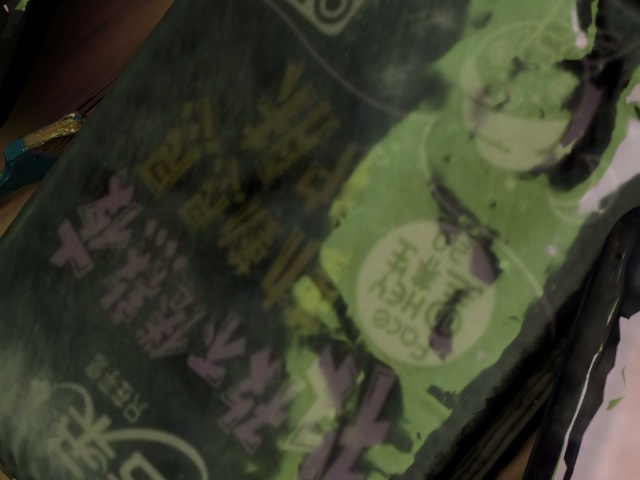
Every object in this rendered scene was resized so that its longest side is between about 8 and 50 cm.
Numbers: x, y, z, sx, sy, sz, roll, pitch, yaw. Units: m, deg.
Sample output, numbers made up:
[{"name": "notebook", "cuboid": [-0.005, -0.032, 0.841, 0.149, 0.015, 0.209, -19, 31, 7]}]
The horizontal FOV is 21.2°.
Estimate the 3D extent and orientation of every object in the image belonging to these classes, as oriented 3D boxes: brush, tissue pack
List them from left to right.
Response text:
[{"name": "brush", "cuboid": [-0.175, -0.024, 0.911, 0.164, 0.051, 0.014, -30, 67, 27]}, {"name": "tissue pack", "cuboid": [0.000, 0.000, 0.786, 0.259, 0.122, 0.361, 42, 102, 26]}]

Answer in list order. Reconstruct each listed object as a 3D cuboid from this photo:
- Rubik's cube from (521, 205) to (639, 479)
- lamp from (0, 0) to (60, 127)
[{"name": "Rubik's cube", "cuboid": [0.200, 0.216, 0.493, 0.359, 0.363, 0.362, 20, 85, 11]}, {"name": "lamp", "cuboid": [-0.239, -0.155, 0.856, 0.247, 0.247, 0.247, -4, 80, 25]}]
